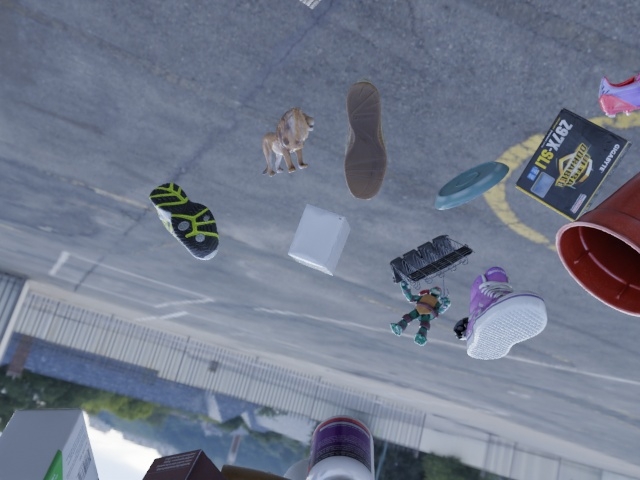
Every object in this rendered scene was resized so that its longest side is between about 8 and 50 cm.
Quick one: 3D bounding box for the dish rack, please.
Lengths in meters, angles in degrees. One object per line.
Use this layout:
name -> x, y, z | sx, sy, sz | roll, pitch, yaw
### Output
dish rack -> 0.312, 0.065, 1.686 | 0.074, 0.208, 0.271 | 62, 177, -12

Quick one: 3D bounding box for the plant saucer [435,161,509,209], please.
plant saucer -> 0.580, -0.224, 2.359 | 0.044, 0.317, 0.317 | 58, 151, -12

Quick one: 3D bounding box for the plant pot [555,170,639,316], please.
plant pot -> 0.728, -0.017, 1.361 | 0.272, 0.265, 0.272 | 45, 165, 16

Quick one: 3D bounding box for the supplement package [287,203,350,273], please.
supplement package -> 0.000, 0.000, 2.168 | 0.149, 0.194, 0.203 | 20, 173, 12

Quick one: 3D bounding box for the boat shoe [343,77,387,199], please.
boat shoe -> 0.111, -0.239, 1.442 | 0.104, 0.285, 0.089 | 4, -154, 8

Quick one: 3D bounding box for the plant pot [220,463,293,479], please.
plant pot -> -0.152, 0.751, 1.692 | 0.254, 0.237, 0.237 | 0, 164, 0

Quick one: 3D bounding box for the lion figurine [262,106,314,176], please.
lion figurine -> -0.165, -0.400, 2.506 | 0.142, 0.240, 0.392 | -23, -169, -37

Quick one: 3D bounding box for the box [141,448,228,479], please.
box -> -0.316, 0.634, 1.427 | 0.168, 0.167, 0.203 | -20, 114, 29

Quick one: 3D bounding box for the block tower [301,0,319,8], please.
block tower -> -0.108, -0.710, 1.524 | 0.091, 0.097, 0.335 | -39, 156, 26

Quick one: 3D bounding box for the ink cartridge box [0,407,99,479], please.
ink cartridge box -> -0.462, 0.463, 1.014 | 0.121, 0.289, 0.211 | -1, -154, 0

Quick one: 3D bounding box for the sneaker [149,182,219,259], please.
sneaker -> -0.446, -0.053, 2.069 | 0.385, 0.145, 0.147 | 47, 160, 39

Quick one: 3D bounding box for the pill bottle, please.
pill bottle -> 0.055, 0.618, 1.620 | 0.181, 0.182, 0.323 | 15, -168, 1

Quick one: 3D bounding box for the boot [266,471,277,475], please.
boot -> -0.121, 0.876, 1.882 | 0.096, 0.264, 0.280 | 17, 160, -35

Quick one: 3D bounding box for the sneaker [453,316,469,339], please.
sneaker -> 0.368, 0.219, 1.489 | 0.084, 0.058, 0.152 | 21, -179, 2

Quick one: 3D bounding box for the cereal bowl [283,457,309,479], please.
cereal bowl -> 0.016, 0.935, 2.265 | 0.338, 0.141, 0.339 | 16, -163, -5

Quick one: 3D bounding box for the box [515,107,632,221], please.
box -> 0.886, -0.265, 2.135 | 0.257, 0.322, 0.079 | 40, -156, 30

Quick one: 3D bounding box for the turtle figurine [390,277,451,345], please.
turtle figurine -> 0.311, 0.193, 1.795 | 0.175, 0.234, 0.118 | 7, 140, 40

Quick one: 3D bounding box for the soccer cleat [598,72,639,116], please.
soccer cleat -> 0.758, -0.340, 1.356 | 0.247, 0.095, 0.083 | -7, -161, 16

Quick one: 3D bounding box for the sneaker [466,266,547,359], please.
sneaker -> 0.323, 0.106, 1.101 | 0.102, 0.161, 0.282 | 9, 156, -2
